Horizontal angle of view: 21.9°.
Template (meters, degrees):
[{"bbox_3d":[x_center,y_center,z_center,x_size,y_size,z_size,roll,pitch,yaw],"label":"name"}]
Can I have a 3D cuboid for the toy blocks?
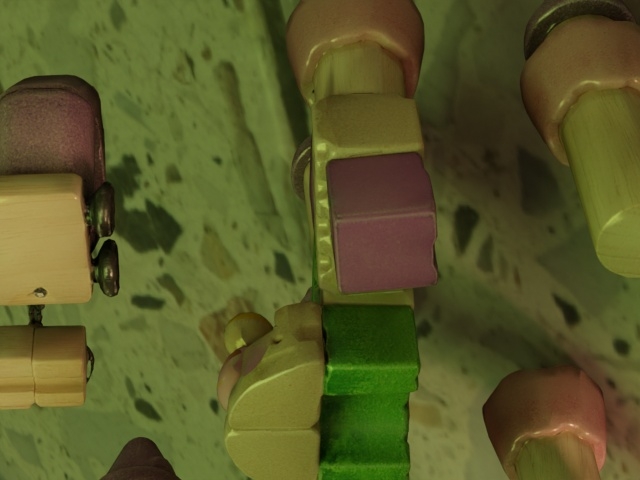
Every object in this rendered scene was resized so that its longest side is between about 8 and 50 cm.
[{"bbox_3d":[0.000,0.000,0.822,0.260,0.309,0.288,-96,6,-49],"label":"toy blocks"}]
